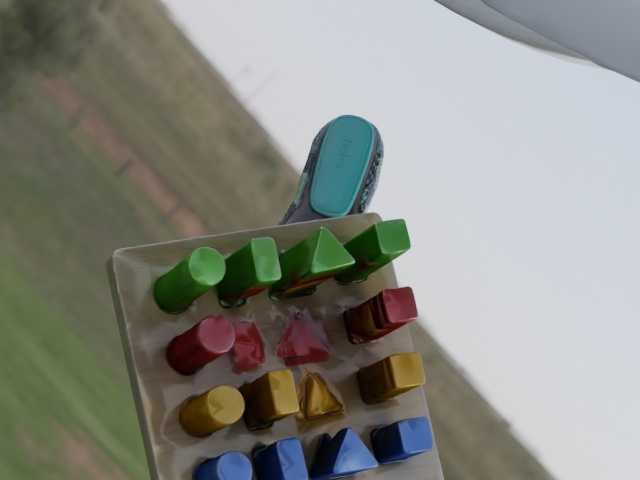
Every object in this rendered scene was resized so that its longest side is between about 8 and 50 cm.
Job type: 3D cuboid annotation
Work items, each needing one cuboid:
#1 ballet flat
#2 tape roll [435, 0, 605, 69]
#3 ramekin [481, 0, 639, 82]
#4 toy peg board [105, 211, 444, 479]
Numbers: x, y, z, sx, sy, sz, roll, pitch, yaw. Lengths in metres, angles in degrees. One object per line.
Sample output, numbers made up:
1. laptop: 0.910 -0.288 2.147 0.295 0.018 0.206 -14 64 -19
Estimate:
1. ballet flat: 0.000 0.000 1.384 0.070 0.188 0.070 21 -24 10
2. tape roll: 0.160 -0.269 0.865 0.392 0.392 0.072 44 12 14
3. ramekin: 0.112 -0.175 0.430 0.277 0.277 0.135 45 -35 6
4. toy peg board: -0.013 0.065 1.025 0.079 0.161 0.161 144 -65 -65
